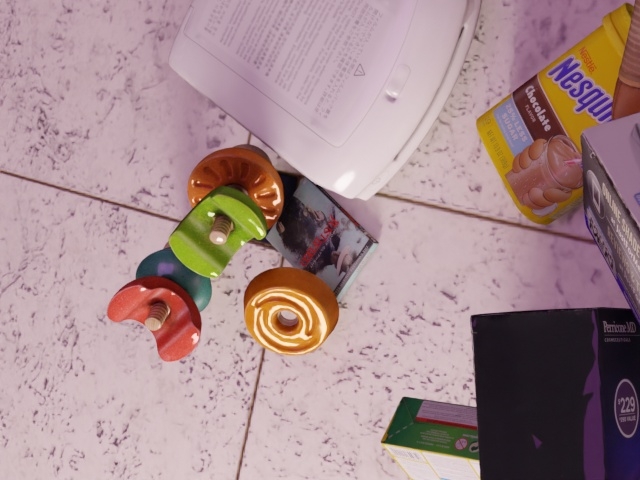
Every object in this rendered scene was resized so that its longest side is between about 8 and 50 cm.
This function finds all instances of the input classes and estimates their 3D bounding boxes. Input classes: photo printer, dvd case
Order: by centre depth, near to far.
[{"bbox_3d":[0.006,-0.207,1.096,0.307,0.107,0.256,39,109,32],"label":"photo printer"},{"bbox_3d":[0.000,0.000,1.142,0.119,0.013,0.087,46,112,29],"label":"dvd case"}]

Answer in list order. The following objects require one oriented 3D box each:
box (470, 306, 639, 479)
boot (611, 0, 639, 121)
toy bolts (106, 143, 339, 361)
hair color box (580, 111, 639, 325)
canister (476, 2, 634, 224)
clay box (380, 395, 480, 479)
[{"bbox_3d":[0.221,0.145,0.810,0.103,0.261,0.184,-10,81,36],"label":"box"},{"bbox_3d":[0.362,-0.094,0.812,0.109,0.283,0.220,-108,14,-63],"label":"boot"},{"bbox_3d":[-0.095,0.026,1.158,0.228,0.158,0.218,-35,110,28],"label":"toy bolts"},{"bbox_3d":[0.361,-0.029,0.687,0.339,0.110,0.185,-16,47,1],"label":"hair color box"},{"bbox_3d":[0.233,-0.106,0.940,0.170,0.073,0.126,-37,65,30],"label":"canister"},{"bbox_3d":[0.159,0.220,0.911,0.127,0.222,0.053,2,52,40],"label":"clay box"}]
